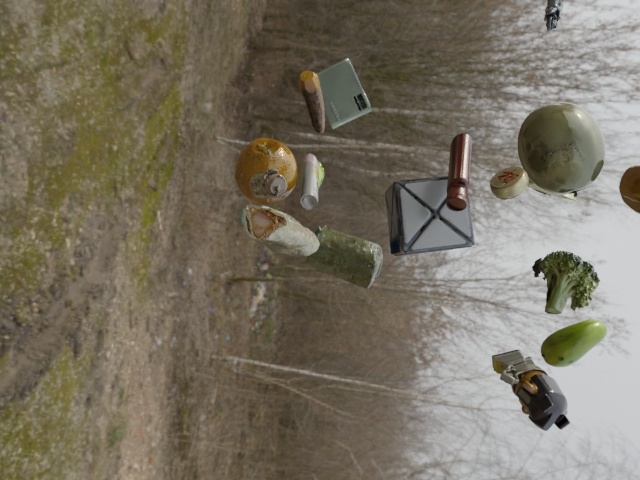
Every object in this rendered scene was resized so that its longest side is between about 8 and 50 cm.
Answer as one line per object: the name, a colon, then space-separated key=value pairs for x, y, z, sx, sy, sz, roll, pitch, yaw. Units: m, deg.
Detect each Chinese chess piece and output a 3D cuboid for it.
Chinese chess piece: x=0.619 y=-0.190 z=1.649 sx=0.051 sy=0.122 sz=0.122 roll=52 pitch=26 yaw=-28

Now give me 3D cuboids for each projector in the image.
projector: x=0.090 y=-0.650 z=2.230 sx=0.250 sy=0.198 sz=0.108 roll=62 pitch=12 yaw=-16

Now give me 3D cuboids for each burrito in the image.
burrito: x=-0.114 y=-0.020 z=1.465 sx=0.299 sy=0.144 sz=0.105 roll=36 pitch=61 yaw=-68

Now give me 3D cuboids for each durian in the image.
durian: x=-0.045 y=-0.364 z=2.727 sx=0.139 sy=0.101 sz=0.250 roll=49 pitch=31 yaw=-39

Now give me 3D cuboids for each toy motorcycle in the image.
toy motorcycle: x=0.905 y=-0.892 z=1.948 sx=0.193 sy=0.061 sz=0.124 roll=-46 pitch=131 yaw=-41

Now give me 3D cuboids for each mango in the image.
mango: x=1.084 y=0.434 z=2.150 sx=0.175 sy=0.293 sz=0.142 roll=44 pitch=16 yaw=-50

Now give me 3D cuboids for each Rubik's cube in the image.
Rubik's cube: x=0.377 y=-0.081 z=1.776 sx=0.259 sy=0.255 sz=0.259 roll=60 pitch=25 yaw=-89

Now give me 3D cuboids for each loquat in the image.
loquat: x=1.157 y=-0.180 z=1.760 sx=0.187 sy=0.176 sz=0.234 roll=64 pitch=-2 yaw=-25

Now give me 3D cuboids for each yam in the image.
yam: x=0.111 y=0.070 z=2.101 sx=0.195 sy=0.300 sz=0.195 roll=21 pitch=90 yaw=-82

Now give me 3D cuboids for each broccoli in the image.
broccoli: x=0.941 y=0.177 z=1.967 sx=0.243 sy=0.247 sz=0.263 roll=-59 pitch=143 yaw=-18

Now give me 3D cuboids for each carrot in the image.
carrot: x=-0.019 y=-0.436 z=1.646 sx=0.314 sy=0.066 sz=0.066 roll=71 pitch=25 yaw=-68

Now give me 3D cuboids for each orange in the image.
orange: x=-0.222 y=-0.280 z=2.056 sx=0.274 sy=0.275 sz=0.274 roll=7 pitch=90 yaw=-90

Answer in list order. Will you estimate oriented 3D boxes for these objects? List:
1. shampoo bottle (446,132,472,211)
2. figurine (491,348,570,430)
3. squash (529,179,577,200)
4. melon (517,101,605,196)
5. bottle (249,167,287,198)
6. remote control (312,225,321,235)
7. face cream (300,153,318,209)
shampoo bottle: x=0.420 y=-0.204 z=1.529 sx=0.102 sy=0.065 sz=0.260 roll=92 pitch=11 yaw=-53
figurine: x=0.698 y=0.487 z=1.651 sx=0.308 sy=0.309 sz=0.143 roll=-81 pitch=-170 yaw=-74
squash: x=1.146 y=-0.255 z=2.572 sx=0.204 sy=0.237 sz=0.155 roll=-74 pitch=-170 yaw=-45
melon: x=0.826 y=-0.307 z=1.728 sx=0.268 sy=0.269 sz=0.329 roll=-79 pitch=150 yaw=-84
bottle: x=-0.165 y=-0.185 z=1.657 sx=0.152 sy=0.099 sz=0.098 roll=5 pitch=-92 yaw=59
remote control: x=0.000 y=0.000 z=2.358 sx=0.061 sy=0.029 sz=0.162 roll=-44 pitch=-144 yaw=16
face cream: x=-0.045 y=-0.250 z=2.131 sx=0.269 sy=0.073 sz=0.107 roll=-89 pitch=173 yaw=-45
